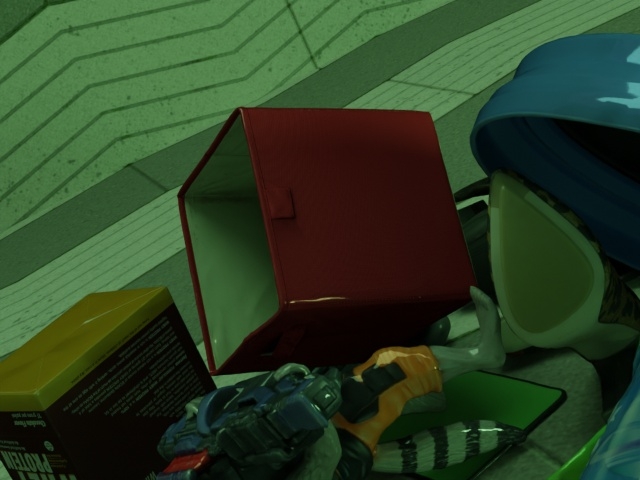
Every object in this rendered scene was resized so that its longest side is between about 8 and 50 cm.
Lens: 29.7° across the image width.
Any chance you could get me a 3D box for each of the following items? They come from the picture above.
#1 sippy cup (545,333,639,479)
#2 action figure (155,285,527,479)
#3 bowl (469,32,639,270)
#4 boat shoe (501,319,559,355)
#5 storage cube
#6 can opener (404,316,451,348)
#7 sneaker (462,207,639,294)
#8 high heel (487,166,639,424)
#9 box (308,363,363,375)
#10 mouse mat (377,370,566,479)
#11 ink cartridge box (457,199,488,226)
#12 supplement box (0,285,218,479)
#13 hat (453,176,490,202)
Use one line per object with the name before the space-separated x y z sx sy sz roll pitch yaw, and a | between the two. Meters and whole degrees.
sippy cup | 0.234 0.175 0.672 0.240 0.305 0.224 36 65 18
action figure | 0.011 0.168 0.959 0.330 0.178 0.341 -31 1 -19
bowl | 0.303 -0.032 0.890 0.391 0.391 0.077 11 74 60
boat shoe | 0.233 0.082 1.170 0.137 0.049 0.043 -19 -19 17
storage cube | 0.000 0.000 1.098 0.193 0.215 0.183 -1 -23 -26
can opener | 0.025 0.104 1.365 0.283 0.076 0.095 5 67 55
sneaker | 0.241 0.011 1.263 0.267 0.101 0.106 -16 23 24
high heel | 0.208 0.022 1.026 0.093 0.261 0.186 -25 20 21
box | 0.000 0.067 1.316 0.159 0.044 0.233 -48 32 10
mouse mat | 0.120 0.169 1.132 0.152 0.007 0.190 -35 20 -26
ink cartridge box | 0.146 0.019 1.414 0.150 0.063 0.109 -24 18 3
supplement box | -0.216 0.180 1.225 0.129 0.194 0.191 -7 25 42
hat | 0.282 -0.130 1.398 0.331 0.134 0.331 -10 5 1
